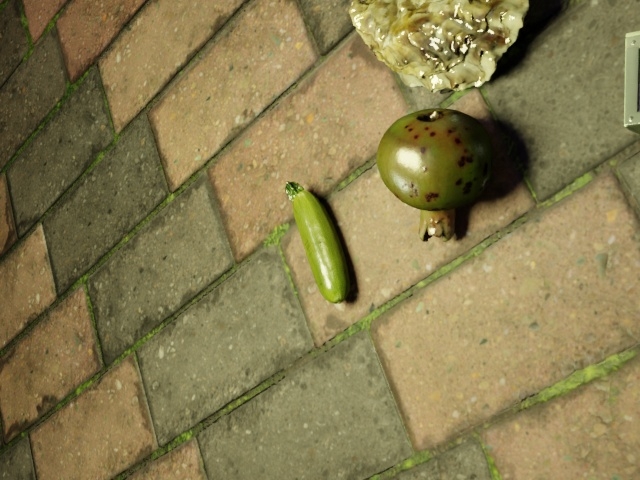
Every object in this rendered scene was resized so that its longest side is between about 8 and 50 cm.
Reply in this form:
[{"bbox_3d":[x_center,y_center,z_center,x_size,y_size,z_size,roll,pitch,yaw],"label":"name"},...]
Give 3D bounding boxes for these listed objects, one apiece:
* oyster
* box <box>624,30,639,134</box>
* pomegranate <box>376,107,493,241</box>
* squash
[{"bbox_3d":[0.190,-0.365,1.324,0.351,0.115,0.238,18,95,42],"label":"oyster"},{"bbox_3d":[0.511,-0.213,1.035,0.225,0.086,0.129,-3,82,42],"label":"box"},{"bbox_3d":[0.175,-0.111,1.279,0.179,0.179,0.210,60,152,30],"label":"pomegranate"},{"bbox_3d":[0.000,0.000,1.472,0.066,0.066,0.252,-34,63,33],"label":"squash"}]
